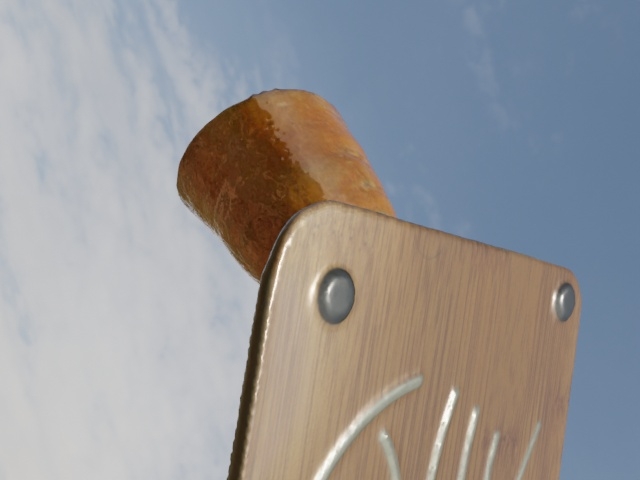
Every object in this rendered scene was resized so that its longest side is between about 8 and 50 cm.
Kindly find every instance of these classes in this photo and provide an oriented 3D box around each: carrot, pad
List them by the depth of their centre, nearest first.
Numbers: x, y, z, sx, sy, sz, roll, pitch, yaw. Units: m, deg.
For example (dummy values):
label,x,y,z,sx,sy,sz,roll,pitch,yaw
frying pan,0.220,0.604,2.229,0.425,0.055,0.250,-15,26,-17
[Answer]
label,x,y,z,sx,sy,sz,roll,pitch,yaw
pad,0.053,0.139,0.423,0.018,0.284,0.287,4,-96,42
carrot,0.000,0.000,0.684,0.225,0.159,0.159,54,-35,31
